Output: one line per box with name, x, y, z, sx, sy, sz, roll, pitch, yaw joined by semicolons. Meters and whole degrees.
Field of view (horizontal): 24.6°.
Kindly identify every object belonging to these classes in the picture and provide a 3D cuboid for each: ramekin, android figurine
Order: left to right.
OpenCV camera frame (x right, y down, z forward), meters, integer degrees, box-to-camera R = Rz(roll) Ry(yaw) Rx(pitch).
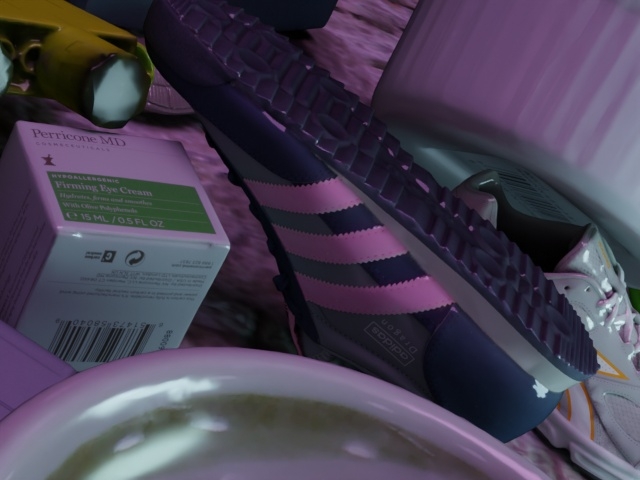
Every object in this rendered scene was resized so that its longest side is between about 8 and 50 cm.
android figurine;-0.220;-0.123;0.825;0.248;0.056;0.273;1;19;-44
ramekin;0.168;-0.081;0.996;0.277;0.135;0.277;31;-8;5

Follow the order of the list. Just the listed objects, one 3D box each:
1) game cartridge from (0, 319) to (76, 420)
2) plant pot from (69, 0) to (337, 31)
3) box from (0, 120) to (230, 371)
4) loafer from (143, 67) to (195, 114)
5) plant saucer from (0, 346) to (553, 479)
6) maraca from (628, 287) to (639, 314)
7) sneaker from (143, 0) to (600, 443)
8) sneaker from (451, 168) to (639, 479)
game cartridge;-0.248;0.086;0.606;0.198;0.062;0.297;36;32;-2
plant pot;-0.097;-0.253;1.086;0.234;0.166;0.165;-19;58;-44
box;-0.120;0.006;0.772;0.101;0.102;0.087;5;39;-34
loafer;-0.097;-0.103;1.004;0.125;0.039;0.045;1;77;-36
plant saucer;0.010;0.220;0.601;0.400;0.100;0.400;23;33;-16
maraca;0.314;0.049;1.075;0.185;0.099;0.127;15;62;-4
sneaker;0.000;0.000;0.822;0.319;0.131;0.112;45;24;2
sneaker;0.168;0.059;0.931;0.262;0.121;0.099;33;33;1
